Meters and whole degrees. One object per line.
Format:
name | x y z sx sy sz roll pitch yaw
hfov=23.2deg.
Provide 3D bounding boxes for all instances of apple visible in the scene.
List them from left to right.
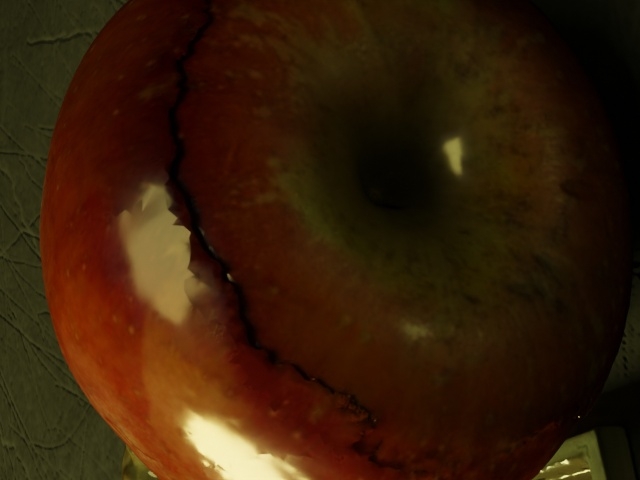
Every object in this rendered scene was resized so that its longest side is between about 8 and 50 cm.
apple | 0.000 0.000 0.677 0.206 0.252 0.271 -37 71 55

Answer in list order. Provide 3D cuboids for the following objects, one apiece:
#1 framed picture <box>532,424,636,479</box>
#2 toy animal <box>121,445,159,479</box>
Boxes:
framed picture | 0.064 0.240 0.775 0.315 0.024 0.232 -30 64 51
toy animal | -0.084 0.217 0.928 0.157 0.097 0.312 -61 -24 -75
